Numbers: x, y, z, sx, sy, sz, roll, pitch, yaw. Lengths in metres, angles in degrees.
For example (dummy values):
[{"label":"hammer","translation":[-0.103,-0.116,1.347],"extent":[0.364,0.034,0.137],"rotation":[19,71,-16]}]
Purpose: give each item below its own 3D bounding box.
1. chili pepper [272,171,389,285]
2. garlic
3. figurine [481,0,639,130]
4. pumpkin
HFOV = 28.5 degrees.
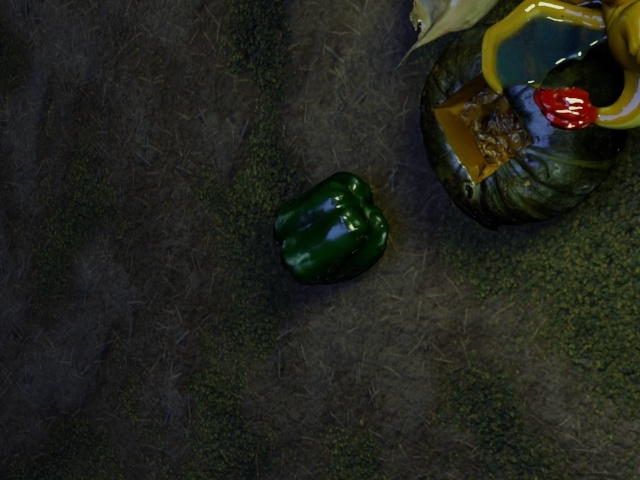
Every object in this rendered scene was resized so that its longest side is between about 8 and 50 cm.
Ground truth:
[{"label":"chili pepper","translation":[0.000,0.000,2.165],"extent":[0.261,0.165,0.174],"rotation":[-36,85,41]},{"label":"garlic","translation":[0.213,-0.424,1.874],"extent":[0.196,0.151,0.339],"rotation":[-4,79,35]},{"label":"figurine","translation":[0.387,-0.323,1.625],"extent":[0.268,0.400,0.387],"rotation":[100,163,-49]},{"label":"pumpkin","translation":[0.288,-0.175,1.854],"extent":[0.320,0.192,0.321],"rotation":[6,99,42]}]
